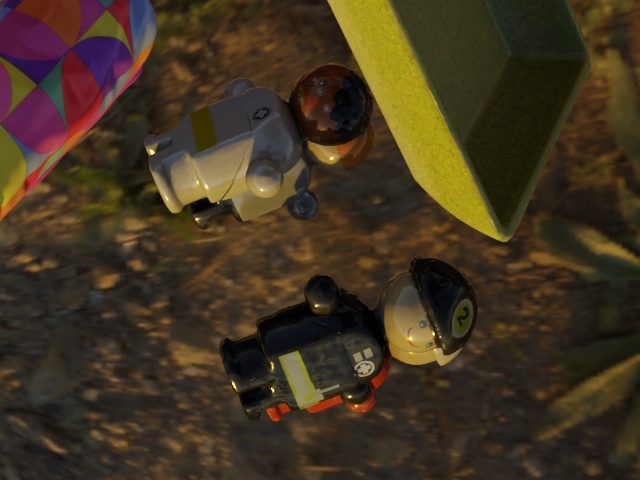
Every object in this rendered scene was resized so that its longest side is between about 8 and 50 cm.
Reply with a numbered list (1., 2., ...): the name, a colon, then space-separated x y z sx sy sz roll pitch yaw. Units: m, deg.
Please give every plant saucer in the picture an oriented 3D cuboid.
1. plant saucer: 0.059 -0.118 0.926 0.188 0.045 0.188 62 33 -22

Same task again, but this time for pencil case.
1. pencil case: -0.188 -0.077 1.145 0.104 0.104 0.236 42 50 -11

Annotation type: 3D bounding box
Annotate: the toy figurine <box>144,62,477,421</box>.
1. toy figurine: 0.000 0.000 1.163 0.148 0.213 0.209 -21 82 2
